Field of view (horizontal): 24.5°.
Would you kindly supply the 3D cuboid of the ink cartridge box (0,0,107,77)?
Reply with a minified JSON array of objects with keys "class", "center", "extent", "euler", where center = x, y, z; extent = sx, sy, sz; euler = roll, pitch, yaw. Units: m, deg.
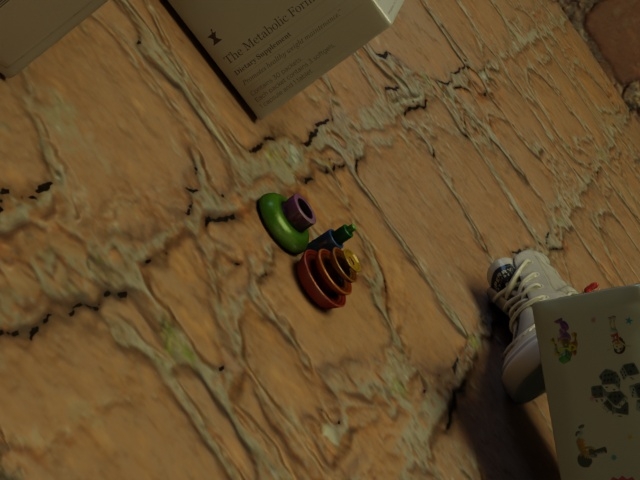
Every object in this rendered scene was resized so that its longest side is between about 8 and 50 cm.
[{"class":"ink cartridge box","center":[-0.116,-0.286,0.912],"extent":[0.130,0.272,0.309],"euler":[47,21,-25]}]

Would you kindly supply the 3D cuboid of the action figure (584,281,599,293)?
[{"class":"action figure","center":[0.321,0.080,1.716],"extent":[0.038,0.030,0.115],"euler":[58,21,-8]}]

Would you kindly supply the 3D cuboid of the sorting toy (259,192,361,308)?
[{"class":"sorting toy","center":[0.000,0.000,1.074],"extent":[0.102,0.042,0.061],"euler":[60,20,11]}]

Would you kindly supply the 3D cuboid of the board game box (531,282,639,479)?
[{"class":"board game box","center":[0.269,0.195,1.182],"extent":[0.224,0.097,0.303],"euler":[9,71,-63]}]

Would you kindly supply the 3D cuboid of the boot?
[{"class":"boot","center":[0.191,0.073,1.364],"extent":[0.123,0.095,0.258],"euler":[50,13,15]}]

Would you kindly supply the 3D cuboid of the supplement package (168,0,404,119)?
[{"class":"supplement package","center":[-0.060,-0.244,1.173],"extent":[0.244,0.139,0.134],"euler":[51,19,-11]}]
